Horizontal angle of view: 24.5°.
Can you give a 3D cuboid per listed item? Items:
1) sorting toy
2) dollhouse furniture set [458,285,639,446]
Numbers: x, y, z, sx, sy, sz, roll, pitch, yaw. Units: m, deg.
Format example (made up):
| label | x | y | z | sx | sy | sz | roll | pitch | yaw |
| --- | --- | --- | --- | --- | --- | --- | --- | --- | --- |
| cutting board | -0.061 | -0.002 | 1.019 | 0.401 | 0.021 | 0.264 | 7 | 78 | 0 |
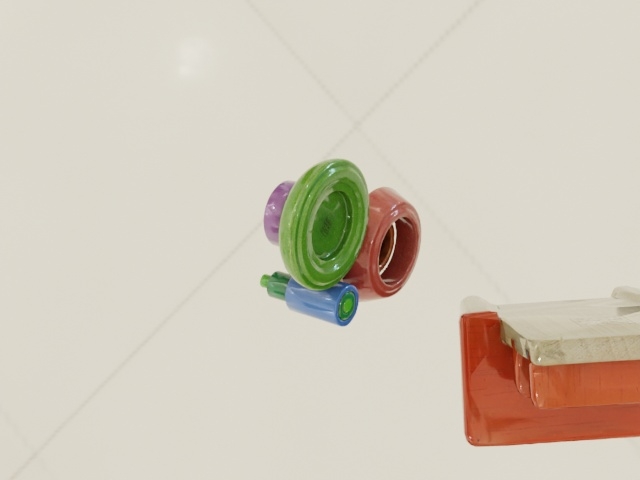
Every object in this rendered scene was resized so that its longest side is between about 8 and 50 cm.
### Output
| label | x | y | z | sx | sy | sz | roll | pitch | yaw |
| --- | --- | --- | --- | --- | --- | --- | --- | --- | --- |
| sorting toy | 0.000 | 0.000 | 0.589 | 0.042 | 0.102 | 0.061 | 15 | 86 | 32 |
| dollhouse furniture set | 0.106 | 0.153 | 0.594 | 0.262 | 0.135 | 0.259 | -4 | 96 | -3 |
